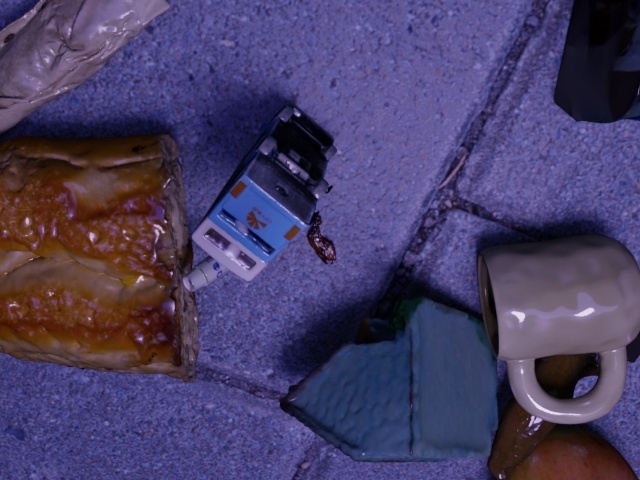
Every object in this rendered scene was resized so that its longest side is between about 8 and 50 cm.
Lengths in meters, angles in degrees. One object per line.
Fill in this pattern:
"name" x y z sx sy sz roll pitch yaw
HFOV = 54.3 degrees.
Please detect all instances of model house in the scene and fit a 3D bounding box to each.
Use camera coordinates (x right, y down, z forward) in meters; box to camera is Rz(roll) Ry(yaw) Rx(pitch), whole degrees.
"model house" 0.106 0.227 0.979 0.249 0.229 0.281 -12 156 38

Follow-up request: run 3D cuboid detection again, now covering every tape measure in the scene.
"tape measure" 0.404 -0.265 0.741 0.138 0.259 0.261 4 107 -1

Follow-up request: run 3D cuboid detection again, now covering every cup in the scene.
"cup" 0.350 0.117 0.896 0.202 0.255 0.173 -7 147 6

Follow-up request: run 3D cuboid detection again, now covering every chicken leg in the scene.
"chicken leg" -0.001 0.002 0.978 0.036 0.021 0.083 -20 106 19

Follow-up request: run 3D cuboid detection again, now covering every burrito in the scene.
"burrito" -0.389 -0.251 0.859 0.392 0.076 0.117 -30 107 13

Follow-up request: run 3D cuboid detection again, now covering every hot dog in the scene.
"hot dog" -0.371 0.028 0.914 0.366 0.196 0.367 0 106 0

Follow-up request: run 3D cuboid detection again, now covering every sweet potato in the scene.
"sweet potato" 0.357 0.262 0.986 0.112 0.085 0.285 35 86 -22

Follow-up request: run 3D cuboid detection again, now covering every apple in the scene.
"apple" 0.415 0.441 1.048 0.261 0.194 0.260 0 110 0

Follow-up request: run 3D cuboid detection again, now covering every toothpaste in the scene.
"toothpaste" -0.108 0.008 0.906 0.033 0.218 0.052 -1 118 49

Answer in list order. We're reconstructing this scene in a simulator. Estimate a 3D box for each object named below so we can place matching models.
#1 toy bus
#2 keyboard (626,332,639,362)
"toy bus" -0.060 -0.078 0.804 0.106 0.297 0.131 39 114 -12
"keyboard" 0.443 0.153 1.029 0.196 0.018 0.060 17 118 -5
